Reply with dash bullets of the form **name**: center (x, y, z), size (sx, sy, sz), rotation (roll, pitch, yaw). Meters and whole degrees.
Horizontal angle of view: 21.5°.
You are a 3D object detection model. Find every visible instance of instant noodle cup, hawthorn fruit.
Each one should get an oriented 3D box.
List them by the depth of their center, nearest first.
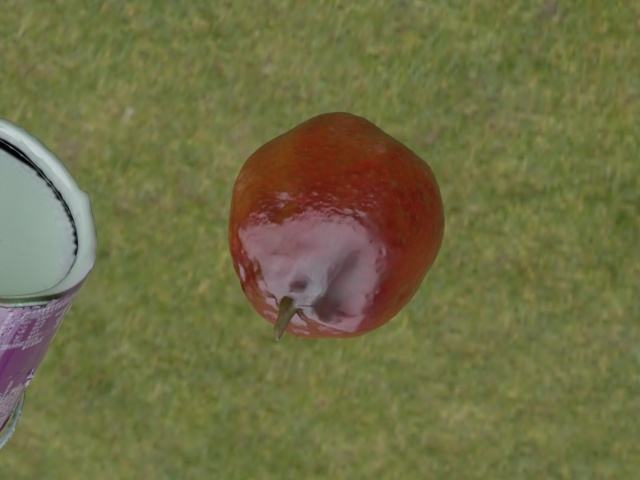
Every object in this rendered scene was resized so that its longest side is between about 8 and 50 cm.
- **hawthorn fruit**: center (0.000, 0.000, 1.437), size (0.189, 0.251, 0.189), rotation (13, 124, 20)
- **instant noodle cup**: center (-0.398, 0.036, 1.695), size (0.340, 0.340, 0.266), rotation (31, 129, -14)
